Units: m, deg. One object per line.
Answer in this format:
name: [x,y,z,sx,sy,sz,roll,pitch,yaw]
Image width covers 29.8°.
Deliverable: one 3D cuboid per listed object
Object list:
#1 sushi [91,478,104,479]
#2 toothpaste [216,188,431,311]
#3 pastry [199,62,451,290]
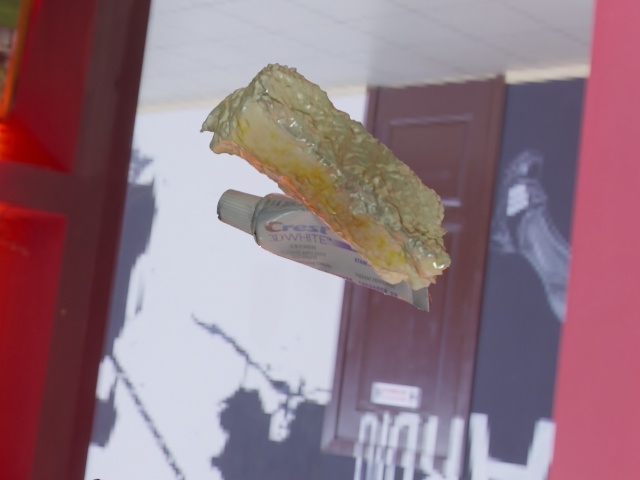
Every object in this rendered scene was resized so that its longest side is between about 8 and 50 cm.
sushi: [-0.120,0.165,0.666,0.050,0.047,0.099,42,160,39]
toothpaste: [0.001,0.000,1.381,0.282,0.068,0.099,21,172,28]
pastry: [0.018,-0.057,1.093,0.258,0.089,0.121,36,162,-8]
